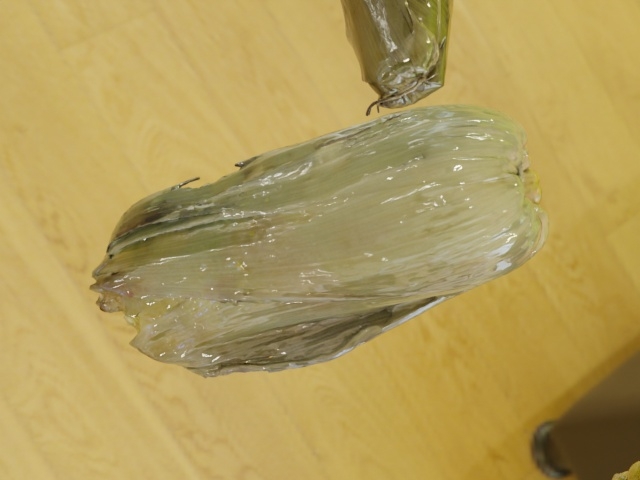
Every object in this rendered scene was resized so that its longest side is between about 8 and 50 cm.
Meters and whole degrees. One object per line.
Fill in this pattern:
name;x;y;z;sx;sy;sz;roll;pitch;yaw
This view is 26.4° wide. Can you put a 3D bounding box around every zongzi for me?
zongzi;0.039;-0.232;1.180;0.204;0.094;0.205;46;38;-32

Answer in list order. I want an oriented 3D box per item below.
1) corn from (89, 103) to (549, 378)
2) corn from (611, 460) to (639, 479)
corn;-0.002;0.000;0.906;0.123;0.305;0.122;57;22;-35
corn;0.345;0.195;0.837;0.120;0.363;0.120;-12;105;-52
